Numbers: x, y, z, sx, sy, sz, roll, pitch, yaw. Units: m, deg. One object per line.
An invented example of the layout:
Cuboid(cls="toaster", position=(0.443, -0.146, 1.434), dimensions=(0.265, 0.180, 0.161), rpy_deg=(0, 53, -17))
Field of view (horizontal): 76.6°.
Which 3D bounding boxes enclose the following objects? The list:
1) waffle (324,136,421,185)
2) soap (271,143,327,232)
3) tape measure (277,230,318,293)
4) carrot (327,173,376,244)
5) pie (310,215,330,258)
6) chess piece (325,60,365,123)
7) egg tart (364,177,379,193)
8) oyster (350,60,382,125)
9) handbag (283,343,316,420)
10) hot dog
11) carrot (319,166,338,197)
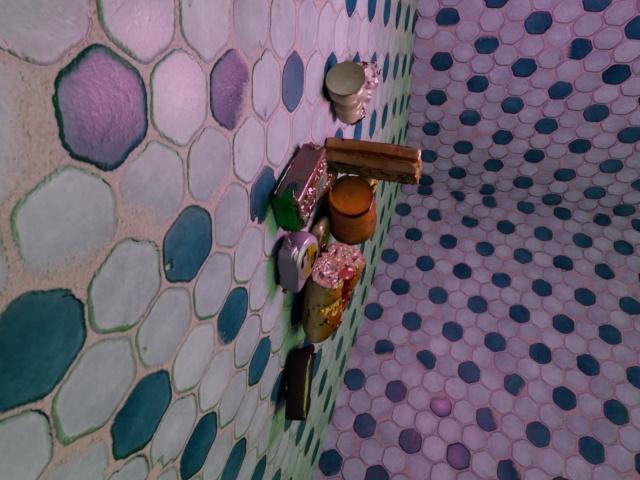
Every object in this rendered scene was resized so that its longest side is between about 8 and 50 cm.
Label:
Cuboid(cls="waffle", position=(0.221, -0.315, 1.647), dimensions=(0.261, 0.377, 0.113), rpy_deg=(18, 84, -76))
Cuboid(cls="soap", position=(-0.054, -0.168, 1.309), dimensions=(0.217, 0.098, 0.273), rpy_deg=(81, 26, -51))
Cuboid(cls="tape measure", position=(-0.083, 0.057, 1.382), dimensions=(0.178, 0.105, 0.195), rpy_deg=(-48, 146, -47))
Cuboid(cls="carrot", position=(0.136, -0.114, 1.751), dimensions=(0.340, 0.225, 0.223), rpy_deg=(79, 26, -70))
Cuboid(cls="pie", position=(-0.003, -0.001, 1.692), dimensions=(0.185, 0.052, 0.217), rpy_deg=(-54, 154, -62))
Cuboid(cls="chess piece", position=(0.100, -0.537, 1.541), dimensions=(0.251, 0.145, 0.144), rpy_deg=(66, 38, -74))
Cuboid(cls="egg tart", position=(0.285, -0.335, 2.379), dimensions=(0.279, 0.095, 0.278), rpy_deg=(14, 90, -79))
Cuboid(cls="oyster", position=(0.168, -0.637, 1.728), dimensions=(0.237, 0.115, 0.351), rpy_deg=(-70, 159, 1))
Cuboid(cls="handbag", position=(-0.080, 0.602, 1.754), dimensions=(0.257, 0.114, 0.284), rpy_deg=(24, 71, -80))
Cuboid(cls="hot dog", position=(0.038, 0.235, 1.699), dimensions=(0.367, 0.196, 0.365), rpy_deg=(-44, 156, -55))
Cuboid(cls="carrot", position=(-0.006, -0.193, 1.522), dimensions=(0.342, 0.070, 0.070), rpy_deg=(-56, 153, -49))
